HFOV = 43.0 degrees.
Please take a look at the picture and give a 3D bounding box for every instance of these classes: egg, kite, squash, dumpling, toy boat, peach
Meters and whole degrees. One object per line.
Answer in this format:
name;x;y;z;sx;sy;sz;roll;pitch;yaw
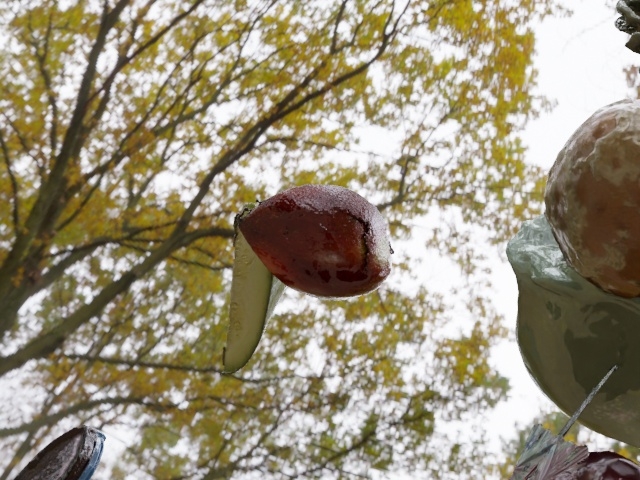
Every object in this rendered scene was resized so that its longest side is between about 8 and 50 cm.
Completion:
egg;0.327;-0.041;0.830;0.194;0.195;0.233;-3;-33;19
kite;0.195;0.159;0.658;0.005;0.137;0.152;42;-93;0
squash;-0.119;0.087;1.371;0.093;0.252;0.169;4;-37;34
dumpling;0.398;0.122;1.036;0.269;0.212;0.321;-21;-65;-10
toy boat;-0.410;0.382;1.249;0.100;0.223;0.097;23;-35;28
peach;0.003;0.000;1.317;0.279;0.068;0.189;12;-92;-19

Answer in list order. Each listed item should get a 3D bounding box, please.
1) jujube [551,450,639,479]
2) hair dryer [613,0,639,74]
jujube;0.241;0.399;0.784;0.258;0.377;0.258;37;-10;8
hair dryer;0.130;-0.151;0.391;0.206;0.237;0.075;16;-46;3
